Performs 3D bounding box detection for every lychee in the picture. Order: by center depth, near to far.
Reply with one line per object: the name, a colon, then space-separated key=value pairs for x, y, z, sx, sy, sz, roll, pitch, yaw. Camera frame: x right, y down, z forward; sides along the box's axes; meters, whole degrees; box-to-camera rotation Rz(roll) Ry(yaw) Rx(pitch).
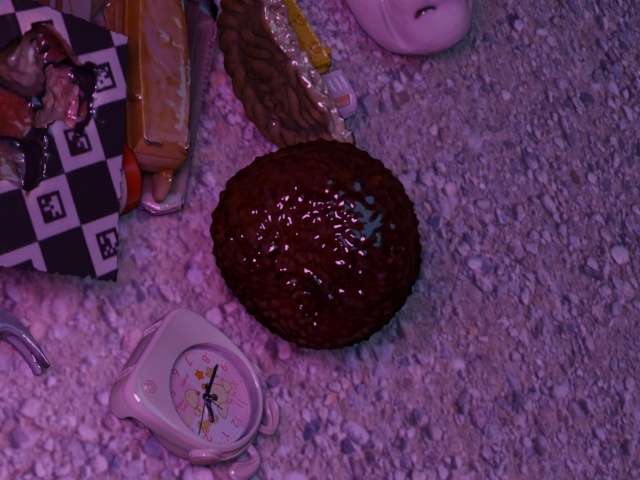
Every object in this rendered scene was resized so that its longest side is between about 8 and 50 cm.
lychee: x=0.000 y=0.000 z=1.559 sx=0.260 sy=0.260 sz=0.260 roll=19 pitch=56 yaw=-31

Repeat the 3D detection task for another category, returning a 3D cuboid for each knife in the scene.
knife: x=-0.186 y=-0.187 z=1.656 sx=0.089 sy=0.043 sz=0.365 roll=5 pitch=61 yaw=0

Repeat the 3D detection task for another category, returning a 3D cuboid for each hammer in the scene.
hammer: x=-0.367 y=0.161 z=1.311 sx=0.159 sy=0.041 sz=0.226 roll=27 pitch=51 yaw=-23

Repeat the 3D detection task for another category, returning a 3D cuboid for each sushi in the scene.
sushi: x=-0.329 y=-0.106 z=1.323 sx=0.294 sy=0.059 sz=0.292 roll=15 pitch=73 yaw=-46

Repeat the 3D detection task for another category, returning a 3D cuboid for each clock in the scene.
clock: x=-0.134 y=0.182 z=1.474 sx=0.191 sy=0.062 sz=0.151 roll=42 pitch=46 yaw=-14

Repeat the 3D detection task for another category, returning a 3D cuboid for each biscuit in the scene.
biscuit: x=-0.062 y=-0.208 z=1.665 sx=0.036 sy=0.187 sz=0.273 roll=-33 pitch=97 yaw=-30

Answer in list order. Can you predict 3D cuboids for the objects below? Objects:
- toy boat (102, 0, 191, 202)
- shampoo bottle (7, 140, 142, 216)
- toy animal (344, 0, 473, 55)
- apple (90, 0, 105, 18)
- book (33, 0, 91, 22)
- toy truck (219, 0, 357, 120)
toy boat: x=-0.216 y=-0.200 z=1.557 sx=0.089 sy=0.115 sz=0.310 roll=3 pitch=76 yaw=-33
shampoo bottle: x=-0.326 y=-0.036 z=1.408 sx=0.278 sy=0.104 sz=0.104 roll=-26 pitch=85 yaw=-45
toy animal: x=0.136 y=-0.406 z=1.946 sx=0.271 sy=0.206 sz=0.265 roll=-28 pitch=94 yaw=-29
apple: x=-0.348 y=-0.397 z=1.450 sx=0.312 sy=0.320 sz=0.360 roll=56 pitch=23 yaw=11
book: x=-0.321 y=-0.263 z=1.440 sx=0.208 sy=0.020 sz=0.295 roll=-19 pitch=117 yaw=-61
toy truck: x=-0.042 y=-0.240 z=1.748 sx=0.098 sy=0.114 sz=0.227 roll=-26 pitch=84 yaw=-45
